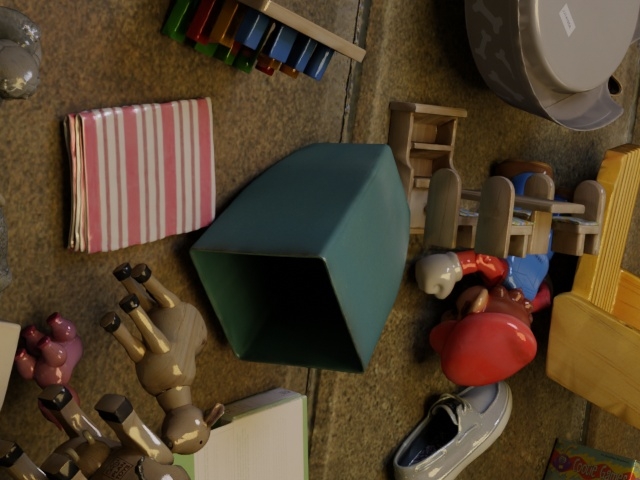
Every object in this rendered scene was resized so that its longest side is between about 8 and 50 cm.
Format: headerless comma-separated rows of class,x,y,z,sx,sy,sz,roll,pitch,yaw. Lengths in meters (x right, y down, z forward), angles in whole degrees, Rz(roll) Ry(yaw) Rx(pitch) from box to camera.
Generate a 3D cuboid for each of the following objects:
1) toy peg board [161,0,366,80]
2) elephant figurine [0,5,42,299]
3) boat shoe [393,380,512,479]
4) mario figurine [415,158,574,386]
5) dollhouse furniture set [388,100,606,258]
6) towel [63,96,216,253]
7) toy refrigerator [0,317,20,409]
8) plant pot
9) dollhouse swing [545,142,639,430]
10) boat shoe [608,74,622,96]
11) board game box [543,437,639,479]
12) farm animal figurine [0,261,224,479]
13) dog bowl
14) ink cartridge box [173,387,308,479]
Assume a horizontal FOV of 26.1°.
toy peg board,-0.068,-0.210,1.424,0.161,0.160,0.079,18,101,-48
elephant figurine,-0.331,-0.087,1.165,0.169,0.186,0.239,6,137,-20
boat shoe,0.178,0.251,1.854,0.227,0.079,0.081,-44,133,-29
mario figurine,0.225,0.050,1.859,0.170,0.198,0.320,113,3,-64
dollhouse furniture set,0.201,-0.076,1.680,0.212,0.242,0.161,-1,99,-49
towel,-0.182,-0.070,1.420,0.197,0.029,0.144,-14,110,-49
toy refrigerator,-0.397,0.090,1.158,0.269,0.102,0.094,16,87,-49
plant pot,0.000,0.000,1.534,0.234,0.165,0.166,-59,140,-40
dollhouse swing,0.487,0.069,1.932,0.305,0.315,0.347,-64,164,14
boat shoe,0.396,-0.244,2.006,0.135,0.045,0.050,22,83,-48
board game box,0.407,0.464,2.111,0.142,0.144,0.275,33,74,-46
farm animal figurine,-0.199,0.198,1.251,0.330,0.327,0.172,-42,117,-12
dog bowl,0.313,-0.316,1.763,0.349,0.102,0.349,-12,107,-45
ink cartridge box,-0.110,0.277,1.557,0.235,0.056,0.171,-13,108,-43
